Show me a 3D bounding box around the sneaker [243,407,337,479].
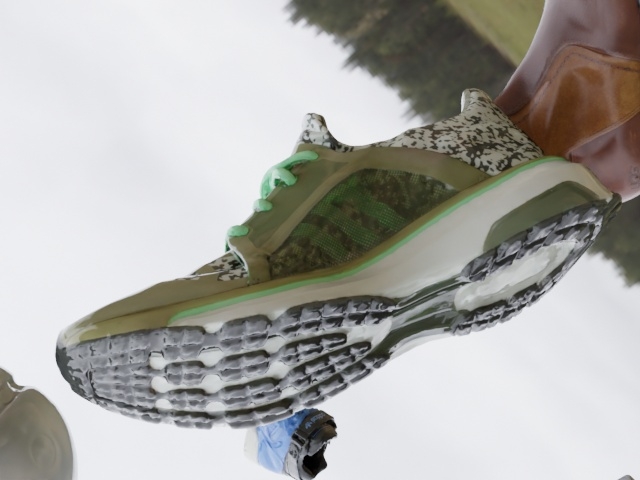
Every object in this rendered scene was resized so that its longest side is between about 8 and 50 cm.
[{"bbox_3d":[-0.021,0.140,1.064,0.084,0.152,0.058,18,-156,31],"label":"sneaker"}]

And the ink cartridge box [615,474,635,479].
[{"bbox_3d":[0.201,0.247,0.959,0.045,0.145,0.179,61,-172,25],"label":"ink cartridge box"}]

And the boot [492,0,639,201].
[{"bbox_3d":[0.136,-0.113,0.987,0.264,0.280,0.096,61,-176,-21],"label":"boot"}]

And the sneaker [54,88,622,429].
[{"bbox_3d":[0.000,0.000,0.871,0.182,0.410,0.158,59,155,30],"label":"sneaker"}]

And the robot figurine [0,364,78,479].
[{"bbox_3d":[-0.330,0.155,0.906,0.353,0.200,0.300,31,-164,0],"label":"robot figurine"}]
